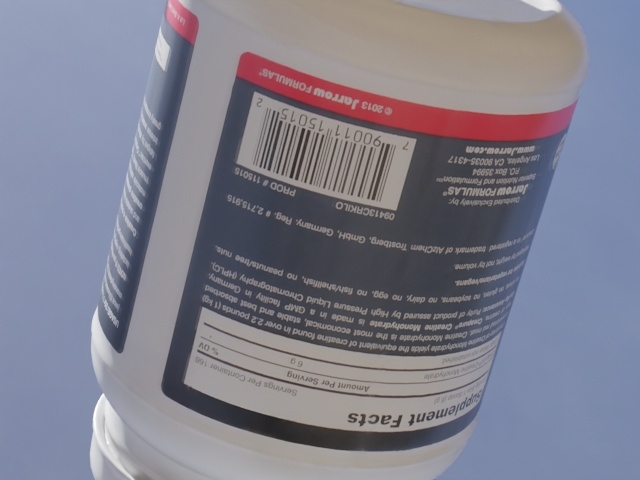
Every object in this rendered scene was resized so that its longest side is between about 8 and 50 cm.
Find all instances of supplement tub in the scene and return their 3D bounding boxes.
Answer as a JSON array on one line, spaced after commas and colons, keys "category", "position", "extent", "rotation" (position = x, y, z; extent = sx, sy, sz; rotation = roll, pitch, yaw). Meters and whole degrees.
[{"category": "supplement tub", "position": [0.000, 0.000, 0.786], "extent": [0.191, 0.272, 0.191], "rotation": [13, -158, -5]}]
